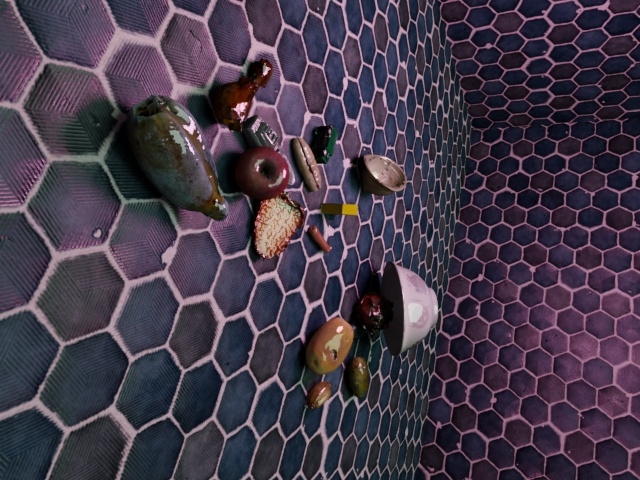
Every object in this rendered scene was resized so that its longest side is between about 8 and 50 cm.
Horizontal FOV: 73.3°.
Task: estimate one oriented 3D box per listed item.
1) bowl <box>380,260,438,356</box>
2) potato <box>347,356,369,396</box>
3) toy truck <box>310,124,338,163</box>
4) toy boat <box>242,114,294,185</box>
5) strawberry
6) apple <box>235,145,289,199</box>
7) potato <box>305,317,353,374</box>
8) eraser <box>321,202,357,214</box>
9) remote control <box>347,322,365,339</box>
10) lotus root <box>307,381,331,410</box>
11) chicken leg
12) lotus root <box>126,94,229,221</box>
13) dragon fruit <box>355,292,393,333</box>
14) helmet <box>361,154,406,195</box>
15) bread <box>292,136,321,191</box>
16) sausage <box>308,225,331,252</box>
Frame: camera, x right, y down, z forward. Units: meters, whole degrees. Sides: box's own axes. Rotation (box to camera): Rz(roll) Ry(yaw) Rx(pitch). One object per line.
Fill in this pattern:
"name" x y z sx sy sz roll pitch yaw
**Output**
"bowl" 0.416 0.310 1.977 0.435 0.196 0.433 180 -90 -85
"potato" 0.169 0.610 1.903 0.117 0.090 0.225 -55 144 -51
"toy truck" 0.008 -0.344 1.548 0.079 0.065 0.147 47 52 -55
"toy boat" -0.139 -0.257 1.287 0.260 0.085 0.078 57 46 -46
"strawberry" -0.150 -0.059 1.316 0.167 0.087 0.208 42 82 -30
"apple" -0.164 -0.187 1.203 0.154 0.120 0.153 2 83 -15
"potato" 0.032 0.394 1.602 0.150 0.146 0.234 43 58 3
"eraser" 0.073 -0.120 1.651 0.122 0.097 0.045 -5 100 -59
"remote control" 0.138 0.396 1.871 0.222 0.042 0.071 24 70 -58
"lotus root" -0.003 0.582 1.633 0.152 0.063 0.072 -32 94 -47
"chicken leg" -0.205 -0.405 1.175 0.113 0.093 0.304 89 18 -44
"lotus root" -0.314 -0.162 0.964 0.158 0.140 0.322 -91 167 -46
"dragon fruit" 0.240 0.318 1.913 0.188 0.183 0.182 96 3 -82
"helmet" 0.247 -0.267 1.898 0.258 0.137 0.203 -2 57 -43
"bread" -0.042 -0.257 1.486 0.073 0.053 0.214 -56 139 -35
"sausage" 0.000 0.000 1.600 0.042 0.036 0.158 -43 139 -3
